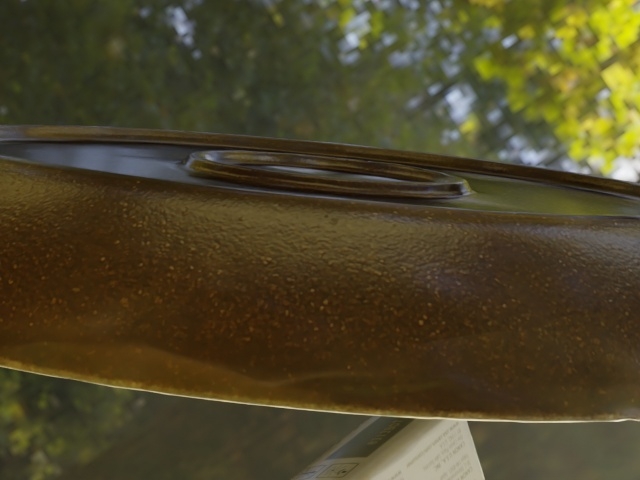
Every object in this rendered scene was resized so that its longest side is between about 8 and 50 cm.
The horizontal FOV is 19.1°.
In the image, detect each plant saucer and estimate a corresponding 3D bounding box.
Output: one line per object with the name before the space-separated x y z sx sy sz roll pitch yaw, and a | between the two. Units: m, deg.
plant saucer | 0.000 0.000 0.575 0.310 0.310 0.050 -159 -106 -64

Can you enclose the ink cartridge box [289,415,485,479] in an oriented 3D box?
ink cartridge box | 0.035 0.215 0.869 0.066 0.189 0.232 -7 -75 34
